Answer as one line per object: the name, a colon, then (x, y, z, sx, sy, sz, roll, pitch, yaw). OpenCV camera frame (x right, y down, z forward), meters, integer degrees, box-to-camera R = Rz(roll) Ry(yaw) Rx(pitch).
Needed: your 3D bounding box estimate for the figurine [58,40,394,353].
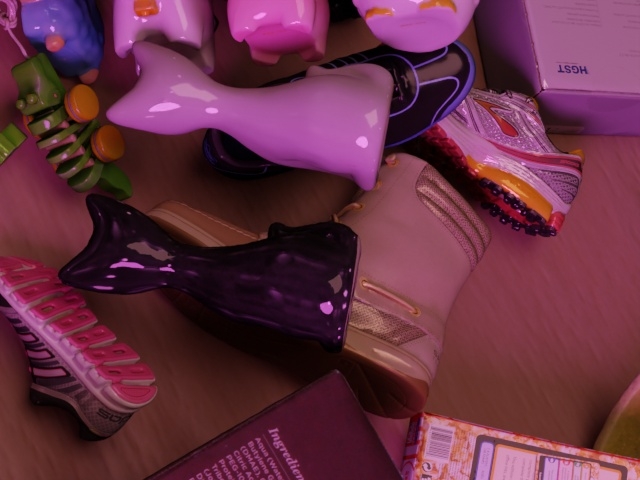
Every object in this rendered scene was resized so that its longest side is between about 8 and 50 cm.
figurine: (-0.066, -0.042, 1.154, 0.209, 0.092, 0.215, 11, 68, 3)

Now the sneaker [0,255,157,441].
sneaker: (-0.195, 0.082, 1.161, 0.170, 0.075, 0.063, 43, 29, 19)

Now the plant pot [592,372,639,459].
plant pot: (0.398, 0.235, 1.286, 0.254, 0.276, 0.276, 18, 62, -31)

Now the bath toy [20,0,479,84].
bath toy: (-0.053, -0.211, 1.212, 0.348, 0.151, 0.129, -3, 70, 9)

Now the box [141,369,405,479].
box: (-0.130, 0.239, 1.019, 0.381, 0.191, 0.143, -29, 85, -41)

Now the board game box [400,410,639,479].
board game box: (0.154, 0.226, 1.241, 0.193, 0.045, 0.147, 14, 77, -8)

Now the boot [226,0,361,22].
boot: (0.047, -0.327, 1.397, 0.348, 0.131, 0.260, -9, 67, -17)

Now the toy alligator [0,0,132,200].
toy alligator: (-0.207, -0.098, 1.204, 0.190, 0.056, 0.051, 58, 36, -21)

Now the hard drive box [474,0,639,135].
hard drive box: (0.238, -0.221, 1.474, 0.181, 0.089, 0.232, 1, 69, -25)

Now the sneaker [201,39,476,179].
sneaker: (0.017, -0.105, 1.262, 0.232, 0.090, 0.081, -23, 88, 2)

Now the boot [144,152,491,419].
boot: (0.000, 0.000, 1.270, 0.262, 0.095, 0.203, 29, 54, -1)

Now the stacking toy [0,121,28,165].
stacking toy: (-0.347, -0.062, 1.157, 0.167, 0.052, 0.221, 44, 56, -6)

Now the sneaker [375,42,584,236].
sneaker: (0.134, -0.100, 1.372, 0.225, 0.088, 0.093, 38, 74, -17)
